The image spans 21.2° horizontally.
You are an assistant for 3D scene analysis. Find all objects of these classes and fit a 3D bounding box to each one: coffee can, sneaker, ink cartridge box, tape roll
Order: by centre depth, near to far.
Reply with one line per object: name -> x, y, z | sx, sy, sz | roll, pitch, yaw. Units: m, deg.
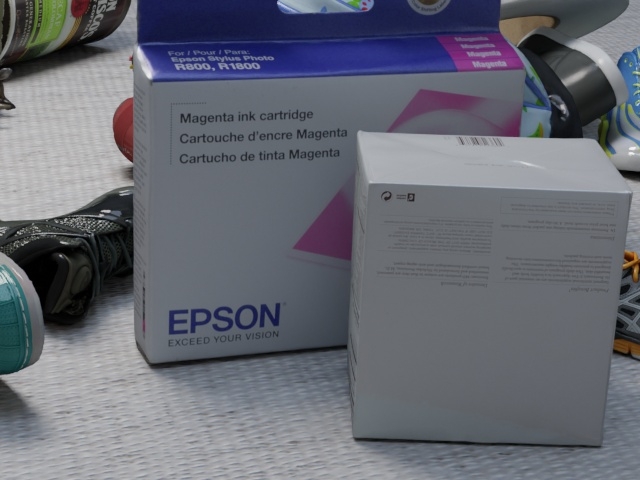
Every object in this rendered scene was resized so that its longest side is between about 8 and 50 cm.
sneaker -> -0.344, 0.057, 1.346 | 0.302, 0.108, 0.121 | 9, 19, 42
ink cartridge box -> 0.008, -0.071, 1.409 | 0.324, 0.330, 0.071 | -5, 21, -19
sneaker -> 0.270, 0.051, 1.469 | 0.215, 0.083, 0.084 | 8, 18, 10
sneaker -> -0.197, 0.016, 1.506 | 0.228, 0.087, 0.130 | -12, 26, -28
sneaker -> 0.374, -0.163, 2.026 | 0.091, 0.126, 0.240 | 4, 19, 4
sneaker -> 0.248, -0.177, 2.060 | 0.147, 0.104, 0.296 | -30, 15, -7
tape roll -> 0.193, -0.280, 2.155 | 0.392, 0.072, 0.392 | -14, -5, -1
coffee can -> -0.416, -0.345, 2.330 | 0.202, 0.201, 0.275 | 13, 22, 27

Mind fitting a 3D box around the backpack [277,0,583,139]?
backpack -> 0.060, -0.143, 1.697 | 0.356, 0.273, 0.290 | -2, 24, -13

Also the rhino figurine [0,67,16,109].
rhino figurine -> -0.456, -0.197, 2.096 | 0.243, 0.073, 0.106 | 22, 30, 40

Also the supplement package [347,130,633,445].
supplement package -> 0.121, 0.033, 1.314 | 0.194, 0.203, 0.149 | 2, 19, -3

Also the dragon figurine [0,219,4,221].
dragon figurine -> -0.357, -0.051, 1.580 | 0.289, 0.144, 0.085 | 8, 20, 14

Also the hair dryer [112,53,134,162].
hair dryer -> -0.119, -0.148, 1.871 | 0.224, 0.080, 0.293 | -11, 46, 10
